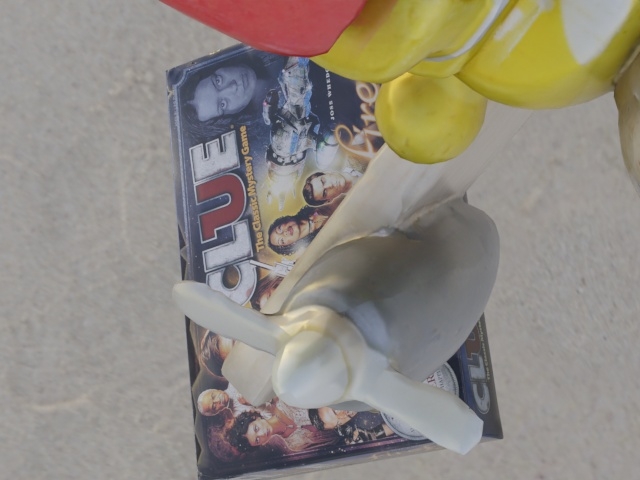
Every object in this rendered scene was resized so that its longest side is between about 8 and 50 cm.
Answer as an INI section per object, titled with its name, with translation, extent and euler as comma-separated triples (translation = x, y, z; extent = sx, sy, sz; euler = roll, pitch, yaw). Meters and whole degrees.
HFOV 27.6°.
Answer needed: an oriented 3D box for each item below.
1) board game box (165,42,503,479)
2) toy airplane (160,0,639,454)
[board game box]
translation = 0.000, 0.000, 0.708
extent = 0.165, 0.042, 0.243
euler = -16, 71, 28
[toy airplane]
translation = 0.101, -0.099, 0.444
extent = 0.384, 0.386, 0.272
euler = -29, 60, -8
